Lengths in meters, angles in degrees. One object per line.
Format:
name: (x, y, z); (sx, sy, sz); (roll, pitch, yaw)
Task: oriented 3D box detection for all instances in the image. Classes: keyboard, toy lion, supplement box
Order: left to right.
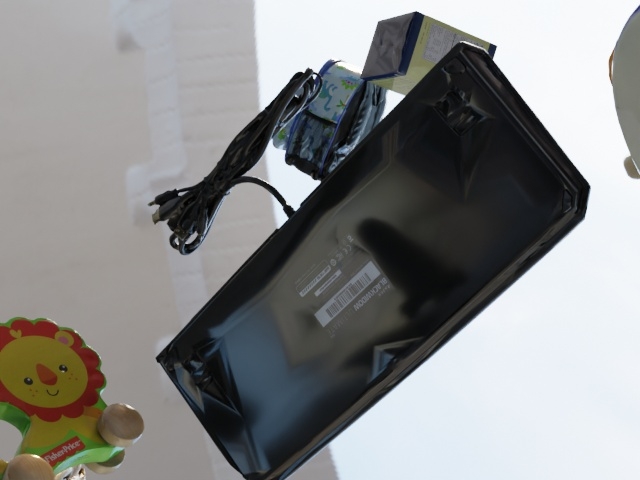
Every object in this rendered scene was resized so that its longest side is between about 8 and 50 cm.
toy lion: (-0.144, 0.082, 0.602); (0.096, 0.034, 0.100); (45, -144, 13)
keyboard: (0.000, 0.000, 0.749); (0.201, 0.317, 0.033); (53, -149, 13)
supplement box: (0.094, -0.155, 1.052); (0.083, 0.083, 0.056); (19, -93, -21)

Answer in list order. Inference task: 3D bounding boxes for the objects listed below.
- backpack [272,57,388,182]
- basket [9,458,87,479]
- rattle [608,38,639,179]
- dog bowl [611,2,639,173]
backpack: (0.009, -0.120, 1.180); (0.084, 0.114, 0.105); (28, -169, 18)
basket: (-0.294, 0.307, 0.929); (0.223, 0.299, 0.214); (-15, -89, 0)
rattle: (0.331, -0.125, 1.113); (0.130, 0.199, 0.143); (-5, -84, 18)
dog bowl: (0.264, -0.041, 0.545); (0.104, 0.265, 0.265); (-41, -106, -12)
